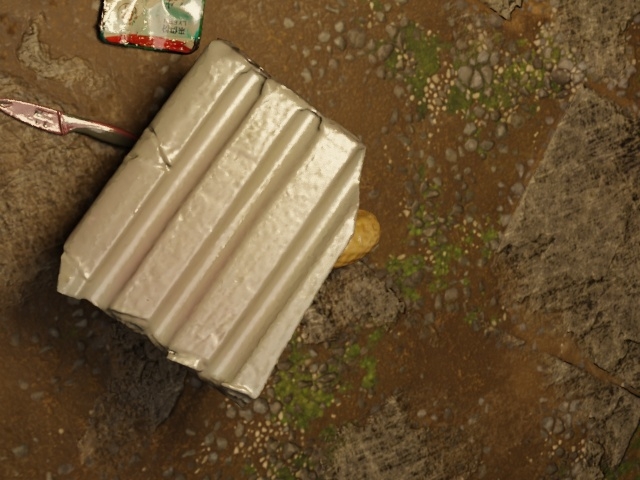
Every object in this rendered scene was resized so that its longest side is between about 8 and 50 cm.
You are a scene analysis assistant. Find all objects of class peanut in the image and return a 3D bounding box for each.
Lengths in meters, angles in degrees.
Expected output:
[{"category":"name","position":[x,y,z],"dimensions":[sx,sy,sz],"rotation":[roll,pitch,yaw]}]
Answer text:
[{"category":"peanut","position":[0.000,0.000,1.939],"dimensions":[0.226,0.095,0.108],"rotation":[-10,108,-24]}]

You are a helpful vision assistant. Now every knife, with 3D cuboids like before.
[{"category":"knife","position":[-0.383,-0.175,1.775],"dimensions":[0.247,0.018,0.035],"rotation":[15,97,-24]}]

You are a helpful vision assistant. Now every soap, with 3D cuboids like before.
[{"category":"soap","position":[-0.142,-0.029,1.759],"dimensions":[0.350,0.213,0.435],"rotation":[33,85,-3]}]

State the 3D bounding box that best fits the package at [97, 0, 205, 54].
[{"category":"package","position":[-0.245,-0.404,1.780],"dimensions":[0.166,0.040,0.232],"rotation":[5,99,-26]}]
